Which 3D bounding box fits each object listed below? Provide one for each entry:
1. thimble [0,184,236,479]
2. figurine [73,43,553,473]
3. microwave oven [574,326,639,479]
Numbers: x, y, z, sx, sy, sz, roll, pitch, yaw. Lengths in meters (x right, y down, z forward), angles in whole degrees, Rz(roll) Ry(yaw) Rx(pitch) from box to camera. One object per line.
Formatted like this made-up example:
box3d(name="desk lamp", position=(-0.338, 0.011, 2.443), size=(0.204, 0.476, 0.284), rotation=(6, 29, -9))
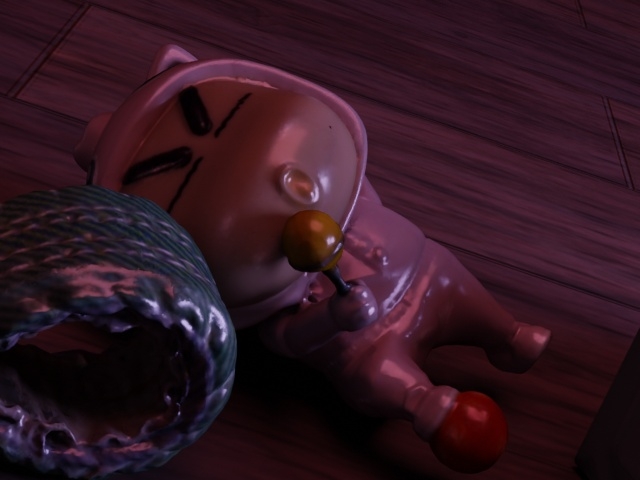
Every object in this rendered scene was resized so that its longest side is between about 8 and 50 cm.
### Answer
box3d(name="thimble", position=(-0.110, 0.043, 0.688), size=(0.135, 0.118, 0.090), rotation=(8, 26, -22))
box3d(name="figurine", position=(0.000, 0.000, 0.809), size=(0.287, 0.186, 0.176), rotation=(39, 67, 3))
box3d(name="microwave oven", position=(0.335, 0.114, 0.806), size=(0.295, 0.181, 0.237), rotation=(4, 30, -30))
